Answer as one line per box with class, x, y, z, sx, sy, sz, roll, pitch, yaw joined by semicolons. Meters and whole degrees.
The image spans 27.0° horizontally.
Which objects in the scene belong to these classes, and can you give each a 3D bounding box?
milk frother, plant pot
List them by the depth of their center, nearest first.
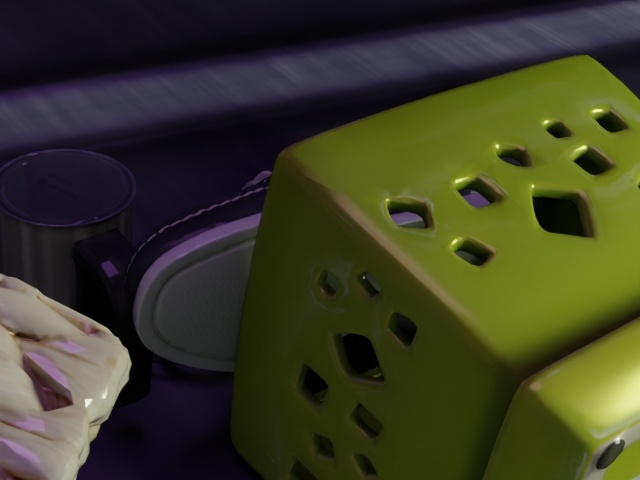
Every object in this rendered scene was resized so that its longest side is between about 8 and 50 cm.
plant pot;0.107;0.064;0.711;0.228;0.227;0.207;-22;49;-32
milk frother;-0.118;0.018;0.813;0.129;0.135;0.143;25;40;25

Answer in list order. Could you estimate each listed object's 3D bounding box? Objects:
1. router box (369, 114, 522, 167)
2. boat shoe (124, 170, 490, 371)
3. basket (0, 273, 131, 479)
router box;0.082;-0.021;0.973;0.179;0.046;0.133;21;38;21
boat shoe;0.000;0.000;0.799;0.302;0.114;0.091;-5;40;-44
basket;-0.273;0.133;0.372;0.331;0.328;0.266;26;43;-6
